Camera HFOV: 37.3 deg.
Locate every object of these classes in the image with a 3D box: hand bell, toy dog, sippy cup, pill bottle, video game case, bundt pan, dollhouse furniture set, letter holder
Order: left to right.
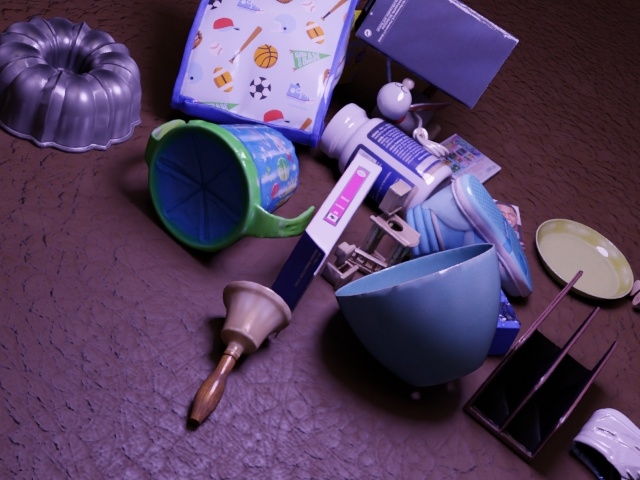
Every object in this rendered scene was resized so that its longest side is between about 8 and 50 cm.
[{"bbox_3d":[-0.500,-0.326,1.864,0.331,0.124,0.331,16,40,-14],"label":"bundt pan"},{"bbox_3d":[-0.148,0.194,1.528,0.126,0.126,0.242,27,51,0],"label":"hand bell"},{"bbox_3d":[-0.161,-0.118,1.763,0.224,0.240,0.305,-25,89,-55],"label":"sippy cup"},{"bbox_3d":[0.112,0.007,1.788,0.101,0.182,0.161,40,41,16],"label":"dollhouse furniture set"},{"bbox_3d":[0.135,-0.165,2.009,0.265,0.153,0.153,40,41,14],"label":"pill bottle"},{"bbox_3d":[0.212,-0.311,2.114,0.220,0.161,0.333,37,3,-11],"label":"toy dog"},{"bbox_3d":[0.335,-0.183,2.243,0.143,0.019,0.157,40,42,16],"label":"video game case"},{"bbox_3d":[0.428,0.213,1.711,0.152,0.214,0.302,39,41,14],"label":"letter holder"}]

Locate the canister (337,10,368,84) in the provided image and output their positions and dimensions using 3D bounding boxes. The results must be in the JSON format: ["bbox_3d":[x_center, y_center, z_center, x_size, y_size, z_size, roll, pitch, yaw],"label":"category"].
[{"bbox_3d":[0.053,-0.458,2.268,0.126,0.170,0.073,-13,53,-38],"label":"canister"}]

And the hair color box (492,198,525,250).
[{"bbox_3d":[0.403,-0.025,2.089,0.072,0.043,0.141,16,40,-12],"label":"hair color box"}]

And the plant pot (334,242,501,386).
[{"bbox_3d":[0.191,0.140,1.655,0.290,0.290,0.195,-21,95,-42],"label":"plant pot"}]

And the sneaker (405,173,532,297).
[{"bbox_3d":[0.286,0.021,1.928,0.319,0.208,0.127,52,26,-27],"label":"sneaker"}]

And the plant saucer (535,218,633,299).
[{"bbox_3d":[0.580,0.049,2.111,0.241,0.037,0.241,15,41,-13],"label":"plant saucer"}]

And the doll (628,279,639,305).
[{"bbox_3d":[0.774,0.157,2.091,0.189,0.046,0.129,24,30,-13],"label":"doll"}]

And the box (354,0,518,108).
[{"bbox_3d":[0.238,-0.449,2.047,0.294,0.182,0.296,30,16,-7],"label":"box"}]

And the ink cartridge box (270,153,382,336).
[{"bbox_3d":[0.000,0.000,1.739,0.069,0.175,0.371,31,40,-1],"label":"ink cartridge box"}]

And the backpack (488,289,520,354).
[{"bbox_3d":[0.317,0.145,1.818,0.101,0.098,0.120,4,45,-19],"label":"backpack"}]

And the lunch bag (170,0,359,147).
[{"bbox_3d":[-0.114,-0.391,2.019,0.328,0.239,0.385,14,61,0],"label":"lunch bag"}]

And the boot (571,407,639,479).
[{"bbox_3d":[0.566,0.416,1.678,0.258,0.095,0.123,37,46,25],"label":"boot"}]
